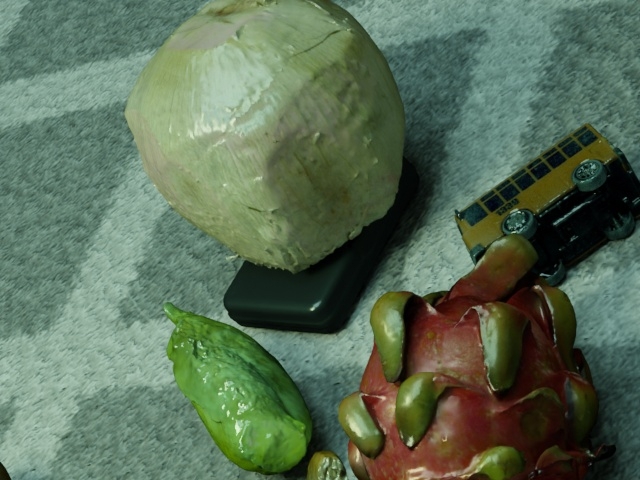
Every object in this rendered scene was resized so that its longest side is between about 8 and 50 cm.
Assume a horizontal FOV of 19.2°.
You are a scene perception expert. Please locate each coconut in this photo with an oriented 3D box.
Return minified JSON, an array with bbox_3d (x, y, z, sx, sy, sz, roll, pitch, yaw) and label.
[{"bbox_3d":[-0.060,-0.137,2.033,0.297,0.254,0.297,-21,40,19],"label":"coconut"}]

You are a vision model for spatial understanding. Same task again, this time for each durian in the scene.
[{"bbox_3d":[-0.080,0.153,1.918,0.101,0.139,0.250,-33,37,-2],"label":"durian"}]

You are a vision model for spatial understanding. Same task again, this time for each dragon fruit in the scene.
[{"bbox_3d":[0.139,0.145,1.699,0.227,0.243,0.307,-35,-9,40],"label":"dragon fruit"}]

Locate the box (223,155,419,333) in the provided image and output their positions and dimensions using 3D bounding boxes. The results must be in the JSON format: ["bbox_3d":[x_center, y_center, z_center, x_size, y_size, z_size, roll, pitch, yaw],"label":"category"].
[{"bbox_3d":[0.000,0.000,2.089,0.160,0.050,0.230,2,51,42],"label":"box"}]

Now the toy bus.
[{"bbox_3d":[0.226,-0.027,1.894,0.182,0.091,0.103,-35,34,1],"label":"toy bus"}]

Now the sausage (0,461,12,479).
[{"bbox_3d":[-0.407,0.415,1.912,0.136,0.123,0.501,112,170,-47],"label":"sausage"}]

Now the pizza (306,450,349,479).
[{"bbox_3d":[0.024,0.318,1.657,0.034,0.181,0.262,-10,60,-11],"label":"pizza"}]
